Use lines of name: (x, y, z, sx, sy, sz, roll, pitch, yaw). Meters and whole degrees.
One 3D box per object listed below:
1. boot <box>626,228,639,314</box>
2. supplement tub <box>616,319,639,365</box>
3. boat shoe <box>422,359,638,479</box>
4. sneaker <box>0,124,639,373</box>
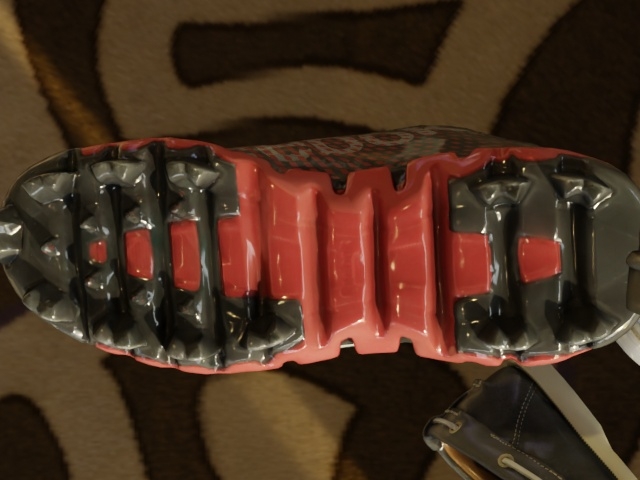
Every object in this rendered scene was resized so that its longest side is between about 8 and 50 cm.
boot: (0.181, -0.077, 0.470, 0.076, 0.190, 0.208, 13, 102, 60)
supplement tub: (0.469, -0.001, 1.633, 0.228, 0.228, 0.316, 44, 138, 21)
boat shoe: (0.134, 0.155, 0.709, 0.079, 0.084, 0.233, -28, 48, -10)
sneaker: (0.000, 0.001, 0.633, 0.276, 0.135, 0.097, 0, 98, 3)
